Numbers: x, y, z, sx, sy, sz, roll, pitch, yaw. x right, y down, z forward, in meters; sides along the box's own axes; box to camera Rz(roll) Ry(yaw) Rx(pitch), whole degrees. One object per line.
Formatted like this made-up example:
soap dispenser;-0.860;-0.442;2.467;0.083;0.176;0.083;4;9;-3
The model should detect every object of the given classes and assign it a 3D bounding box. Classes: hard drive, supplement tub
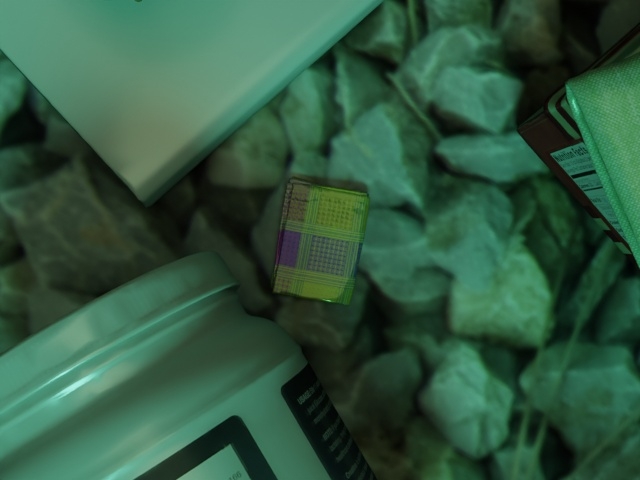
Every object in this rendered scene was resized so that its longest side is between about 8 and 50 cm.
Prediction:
hard drive;-0.074;-0.199;0.553;0.307;0.040;0.203;-43;88;-9
supplement tub;-0.059;0.164;0.432;0.191;0.191;0.272;-30;86;-8

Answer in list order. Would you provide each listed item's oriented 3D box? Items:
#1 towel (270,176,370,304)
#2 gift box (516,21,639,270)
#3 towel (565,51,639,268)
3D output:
towel;0.000;0.000;0.550;0.060;0.009;0.083;10;83;-5
gift box;0.316;-0.070;0.477;0.258;0.255;0.276;-42;94;1
towel;0.302;-0.017;0.337;0.324;0.038;0.248;-23;90;4
